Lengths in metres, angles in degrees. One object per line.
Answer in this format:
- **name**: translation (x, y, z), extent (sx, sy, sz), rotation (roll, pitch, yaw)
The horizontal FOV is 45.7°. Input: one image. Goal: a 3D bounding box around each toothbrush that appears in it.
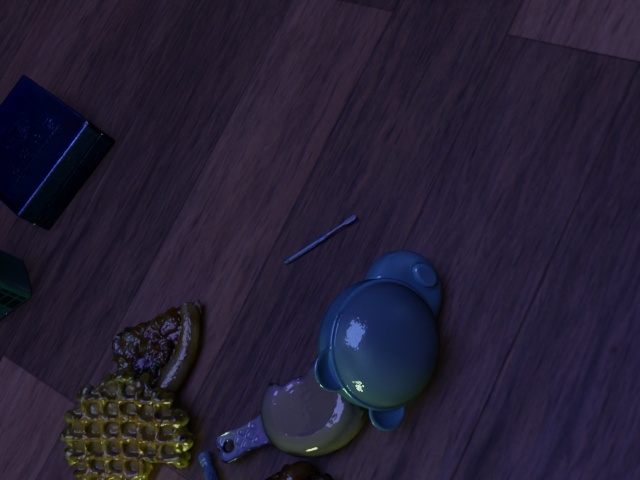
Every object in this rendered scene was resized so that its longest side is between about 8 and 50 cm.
- **toothbrush**: translation (0.000, 0.000, 1.438), extent (0.167, 0.014, 0.011), rotation (-33, 62, 12)

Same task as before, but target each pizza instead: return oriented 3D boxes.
- **pizza**: translation (-0.338, 0.224, 1.478), extent (0.197, 0.058, 0.292), rotation (31, 85, 30)

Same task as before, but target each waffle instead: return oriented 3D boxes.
- **waffle**: translation (-0.361, 0.369, 1.403), extent (0.249, 0.056, 0.253), rotation (31, 96, 11)

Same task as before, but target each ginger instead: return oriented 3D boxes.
- **ginger**: translation (-0.055, 0.428, 1.265), extent (0.162, 0.073, 0.103), rotation (-43, 73, -3)

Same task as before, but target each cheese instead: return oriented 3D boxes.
- **cheese**: translation (-0.058, 0.306, 1.306), extent (0.286, 0.082, 0.163), rotation (-25, 61, 15)

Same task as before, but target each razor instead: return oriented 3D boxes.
- **razor**: translation (-0.168, 0.467, 1.303), extent (0.068, 0.106, 0.232), rotation (-36, 48, 7)

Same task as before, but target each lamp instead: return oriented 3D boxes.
- **lamp**: translation (0.109, 0.145, 1.231), extent (0.147, 0.209, 0.284), rotation (-25, 32, 43)

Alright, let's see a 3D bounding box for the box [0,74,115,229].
- **box**: translation (-0.664, -0.208, 1.769), extent (0.279, 0.116, 0.261), rotation (35, 86, 29)

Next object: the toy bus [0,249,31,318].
- **toy bus**: translation (-0.754, 0.070, 1.618), extent (0.147, 0.256, 0.128), rotation (-33, 61, 6)
